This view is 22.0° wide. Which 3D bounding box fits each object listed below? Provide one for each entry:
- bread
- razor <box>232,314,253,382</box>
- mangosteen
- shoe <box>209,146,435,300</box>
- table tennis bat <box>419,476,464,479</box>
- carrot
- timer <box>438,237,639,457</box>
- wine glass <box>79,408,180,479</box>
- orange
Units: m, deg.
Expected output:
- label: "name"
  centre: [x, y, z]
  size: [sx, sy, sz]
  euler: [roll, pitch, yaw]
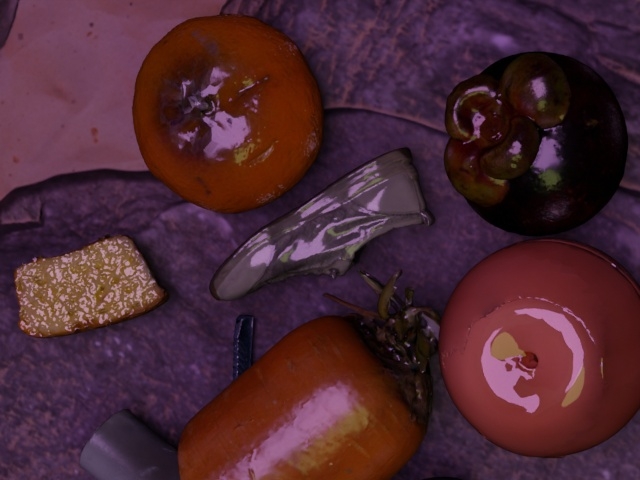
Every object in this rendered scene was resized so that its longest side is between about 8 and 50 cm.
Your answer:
- label: "bread"
  centre: [-0.268, 0.054, 1.927]
  size: [0.187, 0.065, 0.103]
  euler: [-19, 84, 16]
- label: "razor"
  centre: [-0.095, 0.181, 1.902]
  size: [0.066, 0.033, 0.190]
  euler: [5, 88, 56]
- label: "mangosteen"
  centre: [0.223, -0.102, 1.726]
  size: [0.209, 0.210, 0.210]
  euler: [0, 91, 15]
- label: "shoe"
  centre: [0.000, 0.000, 1.835]
  size: [0.274, 0.103, 0.098]
  euler: [-31, 85, 12]
- label: "table tennis bat"
  centre: [0.077, 0.309, 1.771]
  size: [0.150, 0.236, 0.027]
  euler: [-60, 41, 21]
- label: "carrot"
  centre: [0.011, 0.186, 1.789]
  size: [0.331, 0.214, 0.193]
  euler: [-41, 97, 10]
- label: "timer"
  centre: [0.238, 0.111, 1.717]
  size: [0.229, 0.215, 0.230]
  euler: [1, 94, 19]
- label: "wine glass"
  centre: [-0.165, 0.294, 1.879]
  size: [0.231, 0.103, 0.103]
  euler: [38, 99, 17]
- label: "orange"
  centre: [-0.104, -0.142, 1.826]
  size: [0.224, 0.170, 0.224]
  euler: [1, 92, 16]
